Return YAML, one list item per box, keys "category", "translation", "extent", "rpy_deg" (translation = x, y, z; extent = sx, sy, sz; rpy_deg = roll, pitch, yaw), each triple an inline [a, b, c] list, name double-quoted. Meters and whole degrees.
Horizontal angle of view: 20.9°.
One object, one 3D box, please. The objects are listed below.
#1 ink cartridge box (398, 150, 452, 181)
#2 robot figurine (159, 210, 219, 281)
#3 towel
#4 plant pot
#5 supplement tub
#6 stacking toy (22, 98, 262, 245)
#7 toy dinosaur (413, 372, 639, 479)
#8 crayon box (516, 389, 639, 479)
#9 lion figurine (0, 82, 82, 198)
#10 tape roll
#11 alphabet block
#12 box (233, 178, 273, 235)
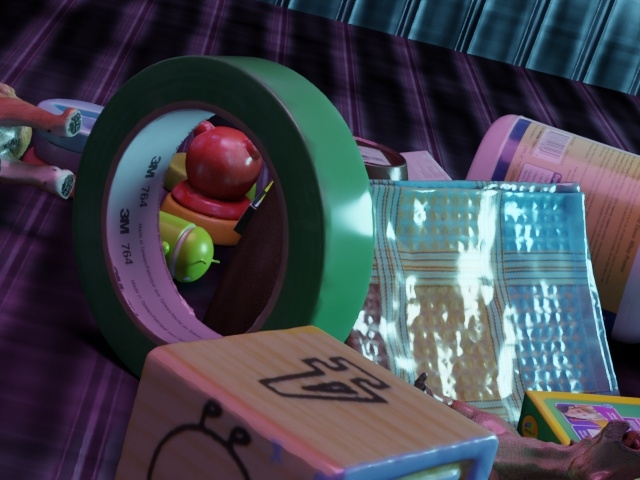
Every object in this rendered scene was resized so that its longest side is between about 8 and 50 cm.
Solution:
- category: "ink cartridge box"
  translation: [0.064, -0.066, 2.428]
  extent: [0.232, 0.066, 0.189]
  rpy_deg: [-10, 23, -9]
- category: "robot figurine"
  translation: [-0.170, 0.005, 1.936]
  extent: [0.115, 0.067, 0.101]
  rpy_deg: [21, 10, 15]
- category: "towel"
  translation: [0.156, 0.070, 1.745]
  extent: [0.370, 0.271, 0.040]
  rpy_deg: [0, -12, -41]
- category: "plant pot"
  translation: [0.009, 0.012, 1.797]
  extent: [0.215, 0.230, 0.215]
  rpy_deg: [15, 17, -5]
- category: "supplement tub"
  translation: [0.333, -0.006, 2.140]
  extent: [0.316, 0.228, 0.228]
  rpy_deg: [20, 18, 13]
- category: "stacking toy"
  translation: [-0.203, -0.123, 2.202]
  extent: [0.309, 0.130, 0.279]
  rpy_deg: [17, 18, 4]
- category: "toy dinosaur"
  translation: [0.137, 0.209, 1.464]
  extent: [0.200, 0.127, 0.295]
  rpy_deg: [26, -20, -18]
- category: "crayon box"
  translation: [0.294, 0.232, 1.585]
  extent: [0.165, 0.081, 0.278]
  rpy_deg: [6, 19, -13]
- category: "lion figurine"
  translation: [-0.419, -0.087, 1.896]
  extent: [0.240, 0.142, 0.392]
  rpy_deg: [14, 20, 19]
- category: "tape roll"
  translation: [-0.097, -0.012, 1.623]
  extent: [0.321, 0.321, 0.077]
  rpy_deg: [28, 22, 34]
- category: "alphabet block"
  translation: [-0.019, 0.192, 1.284]
  extent: [0.197, 0.192, 0.193]
  rpy_deg: [28, 19, 37]
- category: "box"
  translation: [0.000, 0.000, 2.059]
  extent: [0.184, 0.045, 0.191]
  rpy_deg: [32, 18, 0]
